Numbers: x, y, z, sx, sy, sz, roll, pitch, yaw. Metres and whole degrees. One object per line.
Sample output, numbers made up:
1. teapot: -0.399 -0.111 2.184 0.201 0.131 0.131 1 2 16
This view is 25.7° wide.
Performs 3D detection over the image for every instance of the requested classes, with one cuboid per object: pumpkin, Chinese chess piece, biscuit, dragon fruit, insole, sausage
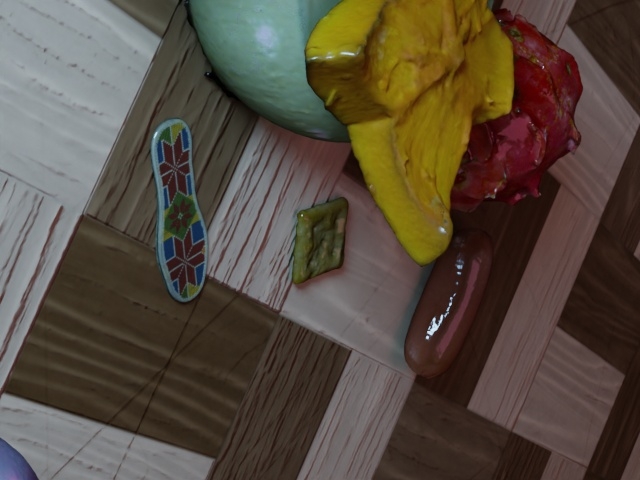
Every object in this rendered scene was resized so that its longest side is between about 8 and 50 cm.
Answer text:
1. pumpkin: 0.102 -0.168 1.220 0.290 0.095 0.258 -56 138 -27
2. Chinese chess piece: 0.029 -0.264 1.285 0.349 0.146 0.349 -28 128 -45
3. biscuit: 0.000 0.000 1.491 0.081 0.018 0.083 -18 120 -49
4. dragon fruit: 0.184 -0.149 1.523 0.205 0.210 0.268 108 6 -45
5. insole: -0.131 -0.025 1.306 0.065 0.006 0.193 -34 132 -42
6. sausage: 0.157 0.075 1.701 0.077 0.077 0.194 24 86 -56

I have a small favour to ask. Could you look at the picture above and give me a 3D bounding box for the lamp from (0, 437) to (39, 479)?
1. lamp: -0.299 0.270 1.036 0.247 0.247 0.301 1 113 -59
